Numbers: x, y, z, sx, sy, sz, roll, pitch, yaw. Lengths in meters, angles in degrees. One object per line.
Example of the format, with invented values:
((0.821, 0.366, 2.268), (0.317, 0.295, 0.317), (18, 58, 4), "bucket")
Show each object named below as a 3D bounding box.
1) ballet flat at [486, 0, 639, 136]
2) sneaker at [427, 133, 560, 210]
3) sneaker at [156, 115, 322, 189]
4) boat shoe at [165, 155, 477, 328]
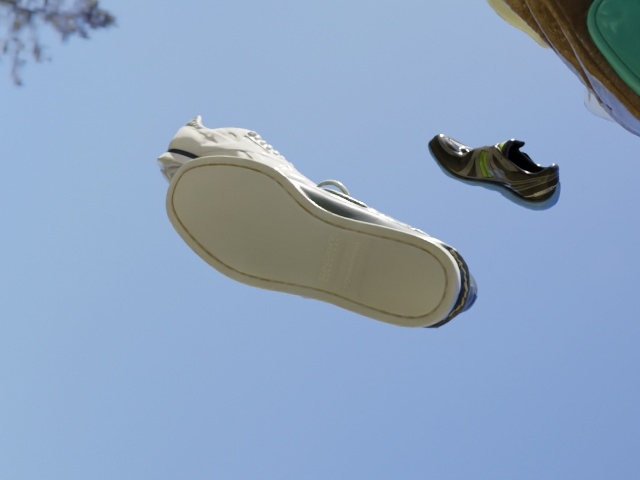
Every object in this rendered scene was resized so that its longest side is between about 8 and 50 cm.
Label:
((0.186, -0.160, 0.892), (0.342, 0.116, 0.124), (46, -18, 16), "ballet flat")
((0.228, -0.103, 1.655), (0.188, 0.067, 0.078), (24, -58, 26), "sneaker")
((-0.081, -0.087, 1.551), (0.095, 0.235, 0.090), (-57, 160, -32), "sneaker")
((0.000, 0.000, 0.975), (0.254, 0.079, 0.095), (16, -89, 23), "boat shoe")
